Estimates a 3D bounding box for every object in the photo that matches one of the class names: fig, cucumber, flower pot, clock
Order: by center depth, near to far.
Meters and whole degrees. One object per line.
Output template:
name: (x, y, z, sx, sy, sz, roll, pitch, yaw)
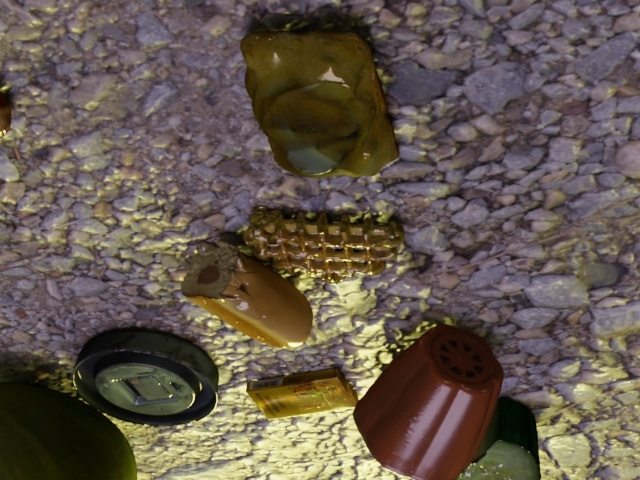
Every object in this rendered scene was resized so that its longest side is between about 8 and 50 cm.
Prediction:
flower pot: (0.166, 0.220, 1.910, 0.190, 0.190, 0.173, 18, 126, -13)
clock: (-0.266, 0.212, 2.068, 0.226, 0.049, 0.226, 4, 142, 3)
cucumber: (0.248, 0.333, 2.070, 0.191, 0.130, 0.191, 2, 140, 1)
fig: (-0.455, 0.354, 2.112, 0.316, 0.316, 0.316, 5, 142, 4)

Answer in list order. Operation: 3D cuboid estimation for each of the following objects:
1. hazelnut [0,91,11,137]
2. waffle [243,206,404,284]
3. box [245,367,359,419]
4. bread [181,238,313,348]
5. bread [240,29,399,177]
hazelnut: (-0.410, -0.152, 1.612, 0.086, 0.086, 0.086, 5, 142, 4)
waffle: (0.000, 0.000, 1.752, 0.192, 0.046, 0.160, 23, 142, -19)
box: (-0.028, 0.237, 2.075, 0.156, 0.022, 0.089, -9, 139, 21)
bread: (-0.093, 0.074, 1.820, 0.173, 0.085, 0.134, 36, 160, -32)
bread: (-0.004, -0.146, 1.535, 0.160, 0.088, 0.233, -5, 142, 12)
